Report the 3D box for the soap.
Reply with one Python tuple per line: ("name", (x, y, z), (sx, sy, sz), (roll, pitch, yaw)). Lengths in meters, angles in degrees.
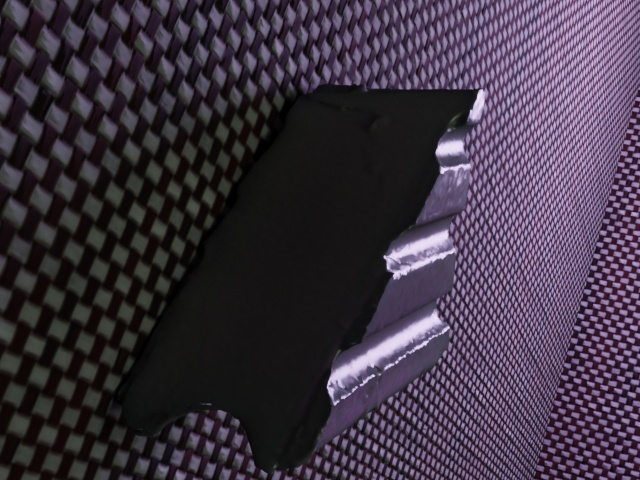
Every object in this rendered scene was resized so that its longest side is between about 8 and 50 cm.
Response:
("soap", (0.000, 0.000, 0.763), (0.302, 0.159, 0.258), (-21, 123, -64))
